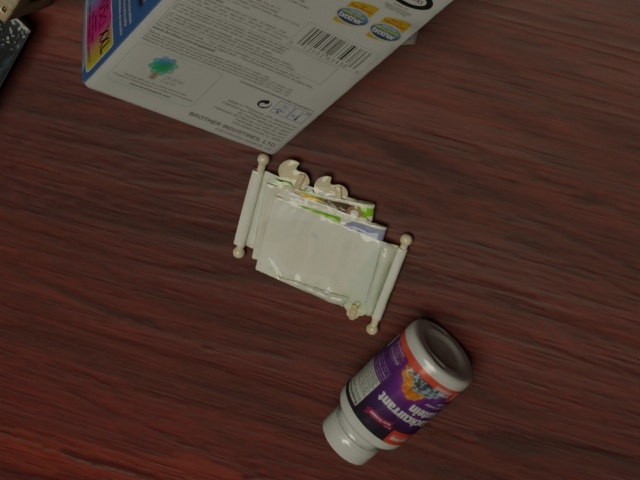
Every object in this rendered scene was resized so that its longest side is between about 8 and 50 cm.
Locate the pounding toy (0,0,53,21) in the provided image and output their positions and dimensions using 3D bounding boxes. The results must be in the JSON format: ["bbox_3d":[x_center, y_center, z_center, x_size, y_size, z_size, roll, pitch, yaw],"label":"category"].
[{"bbox_3d":[-0.428,-0.363,1.666,0.206,0.181,0.094,40,115,0],"label":"pounding toy"}]

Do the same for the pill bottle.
[{"bbox_3d":[0.094,0.199,1.754,0.108,0.108,0.193,44,114,-2],"label":"pill bottle"}]

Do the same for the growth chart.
[{"bbox_3d":[0.000,0.000,1.759,0.237,0.021,0.172,28,113,5],"label":"growth chart"}]

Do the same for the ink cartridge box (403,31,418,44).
[{"bbox_3d":[0.087,-0.339,1.584,0.097,0.046,0.207,29,116,32],"label":"ink cartridge box"}]

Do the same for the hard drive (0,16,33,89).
[{"bbox_3d":[-0.503,-0.289,1.783,0.254,0.054,0.172,36,114,1],"label":"hard drive"}]

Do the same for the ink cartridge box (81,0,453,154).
[{"bbox_3d":[-0.043,-0.283,1.480,0.270,0.151,0.395,18,142,-35],"label":"ink cartridge box"}]
